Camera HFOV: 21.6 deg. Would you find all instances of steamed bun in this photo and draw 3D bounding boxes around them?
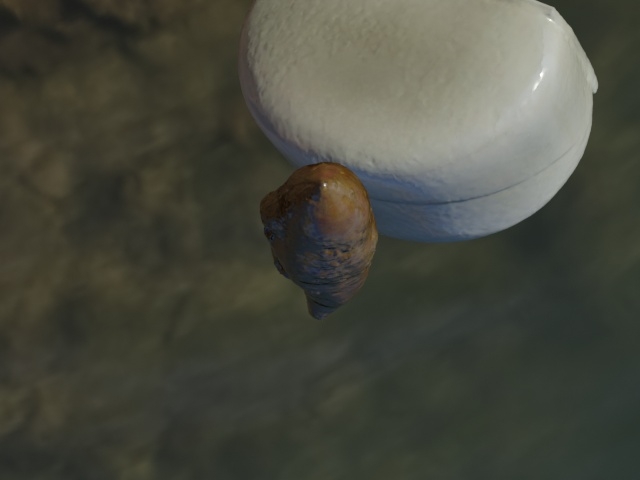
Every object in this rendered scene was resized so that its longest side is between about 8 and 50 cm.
[{"bbox_3d":[0.058,-0.095,1.168,0.164,0.241,0.146,-61,148,-11],"label":"steamed bun"}]

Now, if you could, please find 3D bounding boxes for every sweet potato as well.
[{"bbox_3d":[0.000,0.000,0.913,0.060,0.068,0.206,-62,166,-20],"label":"sweet potato"}]
